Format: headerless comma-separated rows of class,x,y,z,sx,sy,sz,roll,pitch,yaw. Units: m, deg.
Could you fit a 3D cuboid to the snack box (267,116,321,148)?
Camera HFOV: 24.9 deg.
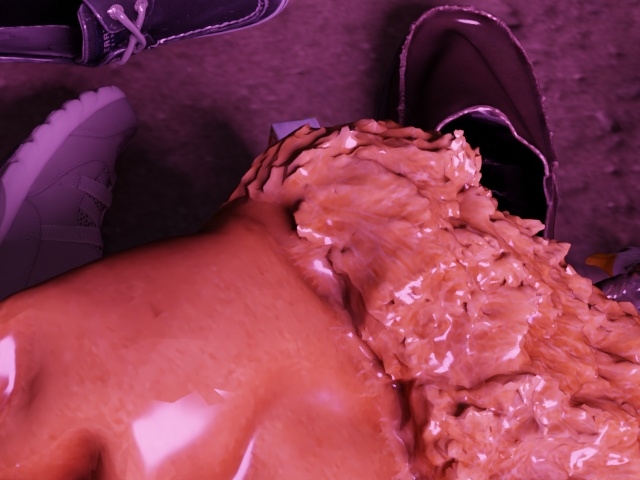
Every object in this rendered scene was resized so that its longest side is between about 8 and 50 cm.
snack box,0.000,0.000,0.990,0.037,0.100,0.141,-11,52,-22

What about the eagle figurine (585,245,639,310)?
eagle figurine,0.274,0.025,0.953,0.298,0.226,0.225,-20,53,-26

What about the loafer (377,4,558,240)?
loafer,0.122,-0.056,1.049,0.134,0.130,0.366,5,48,-9

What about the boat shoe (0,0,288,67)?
boat shoe,-0.168,-0.179,1.108,0.301,0.108,0.102,0,49,-10

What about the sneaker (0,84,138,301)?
sneaker,-0.185,0.006,0.967,0.115,0.105,0.281,42,44,-15

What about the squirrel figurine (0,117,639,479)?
squirrel figurine,0.031,0.158,0.702,0.397,0.281,0.370,-40,73,-10
